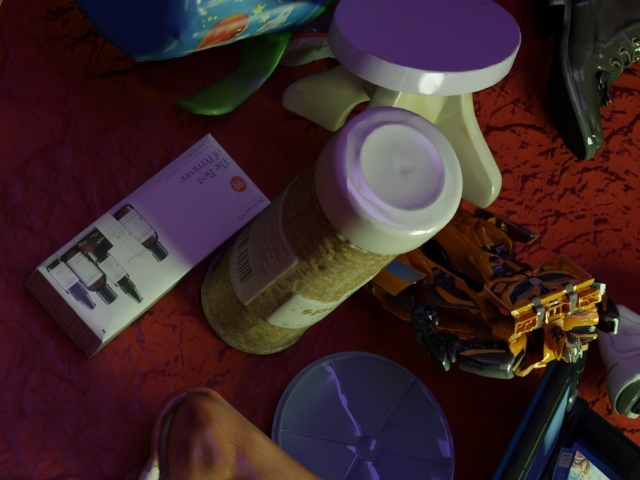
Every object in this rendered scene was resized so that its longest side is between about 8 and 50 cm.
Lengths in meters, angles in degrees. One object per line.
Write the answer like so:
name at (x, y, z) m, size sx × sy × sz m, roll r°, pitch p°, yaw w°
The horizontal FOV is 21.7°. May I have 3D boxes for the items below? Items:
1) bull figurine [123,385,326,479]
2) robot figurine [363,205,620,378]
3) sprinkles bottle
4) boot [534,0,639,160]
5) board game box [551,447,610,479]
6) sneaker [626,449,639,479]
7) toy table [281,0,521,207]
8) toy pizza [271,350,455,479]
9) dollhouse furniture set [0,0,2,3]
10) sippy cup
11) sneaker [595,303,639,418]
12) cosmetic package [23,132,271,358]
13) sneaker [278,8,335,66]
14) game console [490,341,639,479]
bull figurine at (-0.045, 0.273, 1.546) m, size 0.310 × 0.101 × 0.188 m, roll 38°, pitch 76°, yaw -1°
robot figurine at (0.155, 0.041, 1.661) m, size 0.211 × 0.291 × 0.085 m, roll -20°, pitch 122°, yaw -29°
sprinkles bottle at (0.000, 0.000, 1.542) m, size 0.121 × 0.355 × 0.121 m, roll 9°, pitch 67°, yaw -21°
boot at (0.372, -0.225, 1.910) m, size 0.229 × 0.091 × 0.262 m, roll -5°, pitch 74°, yaw -5°
board game box at (0.248, 0.259, 1.615) m, size 0.090 × 0.020 × 0.090 m, roll 42°, pitch 61°, yaw -44°
sneaker at (0.377, 0.348, 1.698) m, size 0.147 × 0.105 × 0.295 m, roll -43°, pitch 109°, yaw -37°
toy table at (0.087, -0.155, 1.709) m, size 0.252 × 0.160 × 0.274 m, roll 34°, pitch 33°, yaw 26°
toy pizza at (0.041, 0.210, 1.668) m, size 0.201 × 0.032 × 0.201 m, roll 9°, pitch 67°, yaw -22°
dollhouse furniture set at (-0.386, -0.372, 1.558) m, size 0.362 × 0.256 × 0.394 m, roll 5°, pitch 71°, yaw -20°
sippy cup at (-0.120, -0.287, 1.647) m, size 0.224 × 0.240 × 0.305 m, roll -33°, pitch 95°, yaw -44°
sneaker at (0.429, 0.123, 1.841) m, size 0.292 × 0.110 × 0.118 m, roll 4°, pitch 46°, yaw -30°
cosmetic package at (-0.166, 0.002, 1.638) m, size 0.099 × 0.060 × 0.239 m, roll 49°, pitch 59°, yaw -1°
sneaker at (0.014, -0.234, 1.814) m, size 0.158 × 0.061 × 0.064 m, roll -9°, pitch 68°, yaw -28°
game console at (0.261, 0.278, 1.668) m, size 0.173 × 0.250 × 0.293 m, roll 22°, pitch 59°, yaw 15°
